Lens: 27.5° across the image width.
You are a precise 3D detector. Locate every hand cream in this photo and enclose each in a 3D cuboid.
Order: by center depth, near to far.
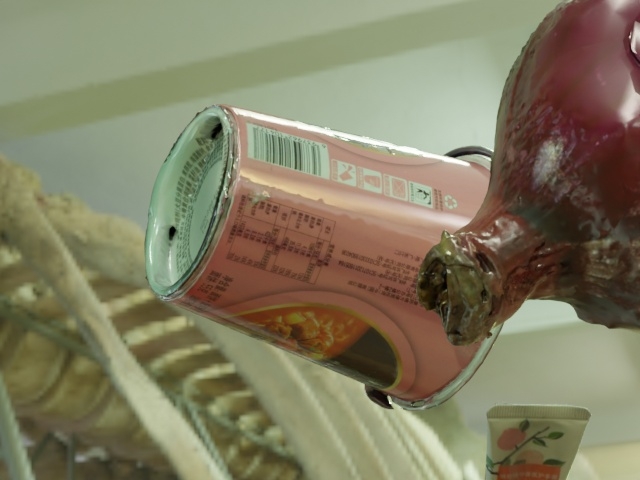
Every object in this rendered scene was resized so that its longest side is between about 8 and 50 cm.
[{"bbox_3d":[0.165,0.216,1.074,0.080,0.050,0.234,1,-50,-1],"label":"hand cream"}]

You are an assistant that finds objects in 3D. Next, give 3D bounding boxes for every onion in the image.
[{"bbox_3d":[0.128,-0.030,0.510,0.198,0.173,0.135,-26,-32,-25],"label":"onion"}]

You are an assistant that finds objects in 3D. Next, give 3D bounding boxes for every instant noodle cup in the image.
[{"bbox_3d":[0.000,0.000,1.082,0.255,0.243,0.244,17,-28,-26],"label":"instant noodle cup"}]
